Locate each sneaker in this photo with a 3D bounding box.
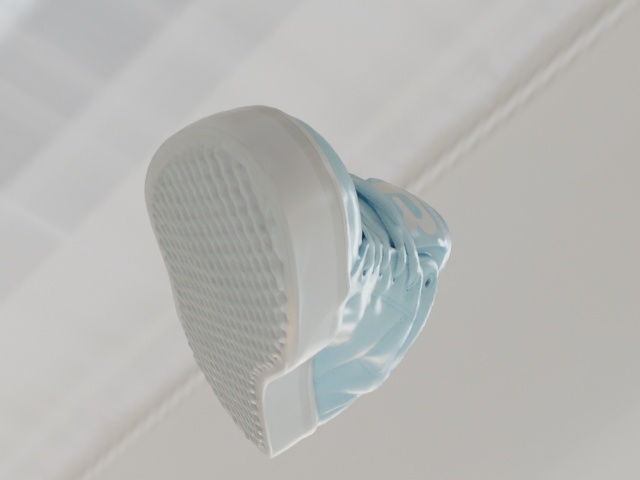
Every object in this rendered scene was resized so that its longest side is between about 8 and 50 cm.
[{"bbox_3d":[0.000,0.000,1.029,0.150,0.135,0.366,-35,167,-14],"label":"sneaker"}]
